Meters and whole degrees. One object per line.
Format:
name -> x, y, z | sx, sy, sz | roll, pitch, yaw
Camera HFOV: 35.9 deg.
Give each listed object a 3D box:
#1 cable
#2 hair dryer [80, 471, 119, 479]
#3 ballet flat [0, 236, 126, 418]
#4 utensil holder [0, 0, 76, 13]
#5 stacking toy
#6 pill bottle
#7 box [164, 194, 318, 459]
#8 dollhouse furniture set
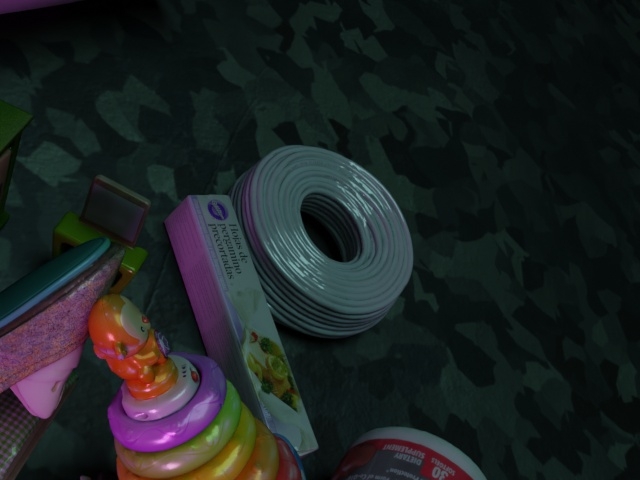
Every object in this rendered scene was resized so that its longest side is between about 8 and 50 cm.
cable -> 0.000, 0.000, 1.254 | 0.257, 0.089, 0.257 | 33, 44, -18
hair dryer -> -0.263, 0.327, 0.821 | 0.223, 0.080, 0.293 | 8, 46, -26
ballet flat -> -0.280, 0.116, 0.806 | 0.316, 0.107, 0.106 | -33, 110, -15
utensil holder -> -0.306, -0.431, 1.140 | 0.385, 0.327, 0.327 | -29, 82, -45
stacking toy -> -0.125, 0.160, 0.860 | 0.175, 0.165, 0.302 | -101, 173, -55
pill bottle -> 0.047, 0.351, 0.975 | 0.176, 0.176, 0.318 | 43, 42, -7
box -> -0.093, 0.101, 1.120 | 0.063, 0.067, 0.324 | -2, 61, -42
dollhouse furniture set -> -0.293, 0.048, 0.891 | 0.197, 0.151, 0.301 | 28, 44, -4
